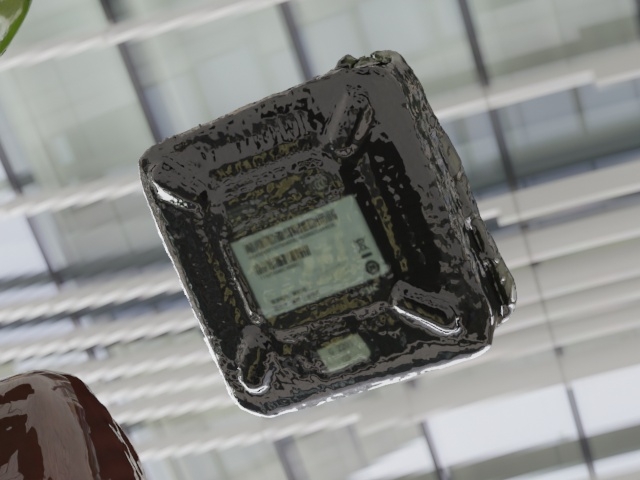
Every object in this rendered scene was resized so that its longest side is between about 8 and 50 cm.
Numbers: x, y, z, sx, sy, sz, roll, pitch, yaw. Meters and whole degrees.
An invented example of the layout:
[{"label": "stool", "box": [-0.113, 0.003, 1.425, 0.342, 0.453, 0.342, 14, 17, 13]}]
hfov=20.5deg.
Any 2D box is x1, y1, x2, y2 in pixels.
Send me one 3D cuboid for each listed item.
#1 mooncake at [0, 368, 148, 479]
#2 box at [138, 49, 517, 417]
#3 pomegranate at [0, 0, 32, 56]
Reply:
[{"label": "mooncake", "box": [-0.203, 0.263, 1.371, 0.174, 0.326, 0.334, -19, -168, -3]}, {"label": "box", "box": [0.000, 0.000, 1.937, 0.359, 0.350, 0.091, -21, -173, 27]}, {"label": "pomegranate", "box": [-0.304, -0.194, 1.182, 0.202, 0.248, 0.202, -16, -114, 41]}]
